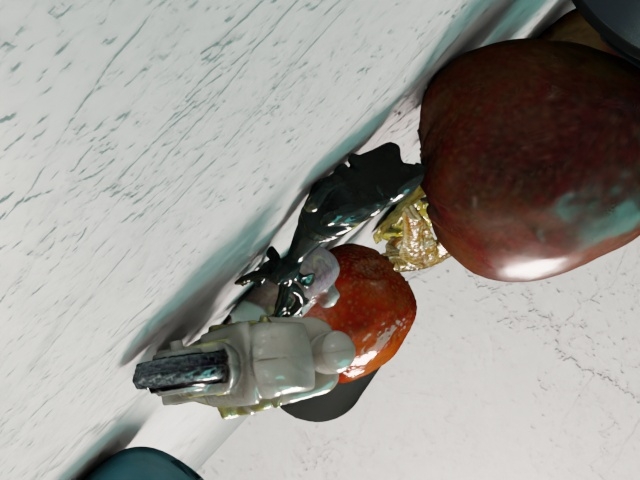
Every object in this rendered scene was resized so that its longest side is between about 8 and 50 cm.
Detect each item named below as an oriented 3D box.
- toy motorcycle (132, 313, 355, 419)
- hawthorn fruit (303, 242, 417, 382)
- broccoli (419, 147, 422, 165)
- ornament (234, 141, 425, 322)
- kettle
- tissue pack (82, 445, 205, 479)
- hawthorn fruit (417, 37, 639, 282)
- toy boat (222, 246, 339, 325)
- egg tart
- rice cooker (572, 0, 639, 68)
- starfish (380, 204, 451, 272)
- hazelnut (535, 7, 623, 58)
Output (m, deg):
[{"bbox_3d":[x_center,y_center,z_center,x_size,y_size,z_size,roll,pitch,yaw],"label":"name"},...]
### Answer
[{"bbox_3d":[-0.071,0.135,1.362,0.223,0.108,0.341,-10,173,2],"label":"toy motorcycle"},{"bbox_3d":[0.027,0.129,1.949,0.253,0.205,0.205,-41,174,-5],"label":"hawthorn fruit"},{"bbox_3d":[0.291,-0.098,1.785,0.304,0.321,0.283,-22,149,39],"label":"broccoli"},{"bbox_3d":[0.000,0.000,1.432,0.202,0.080,0.236,-33,163,-49],"label":"ornament"},{"bbox_3d":[-0.010,0.191,2.295,0.308,0.262,0.203,118,-16,-64],"label":"kettle"},{"bbox_3d":[-0.236,0.380,1.679,0.206,0.198,0.287,-45,172,-9],"label":"tissue pack"},{"bbox_3d":[0.265,-0.108,1.491,0.324,0.308,0.308,-32,175,5],"label":"hawthorn fruit"},{"bbox_3d":[-0.049,0.091,1.647,0.227,0.085,0.155,-41,171,-45],"label":"toy boat"},{"bbox_3d":[0.191,-0.057,2.399,0.212,0.090,0.212,-42,173,-6],"label":"egg tart"},{"bbox_3d":[0.427,-0.327,1.460,0.267,0.267,0.224,-50,169,29],"label":"rice cooker"},{"bbox_3d":[0.176,0.004,2.191,0.375,0.094,0.327,-16,171,-24],"label":"starfish"},{"bbox_3d":[0.475,-0.220,2.116,0.421,0.353,0.421,-21,158,-9],"label":"hazelnut"}]
